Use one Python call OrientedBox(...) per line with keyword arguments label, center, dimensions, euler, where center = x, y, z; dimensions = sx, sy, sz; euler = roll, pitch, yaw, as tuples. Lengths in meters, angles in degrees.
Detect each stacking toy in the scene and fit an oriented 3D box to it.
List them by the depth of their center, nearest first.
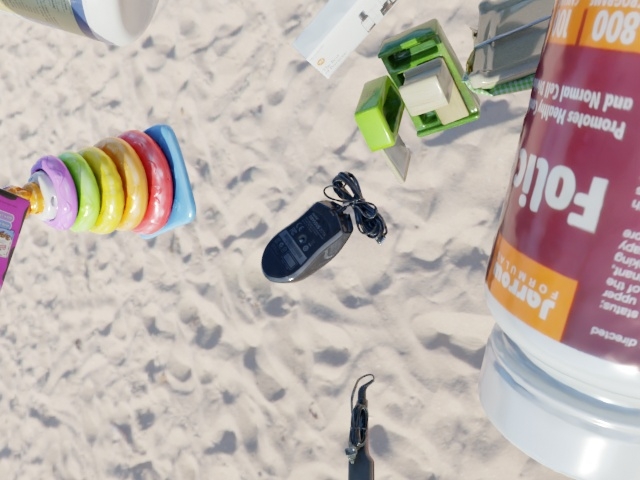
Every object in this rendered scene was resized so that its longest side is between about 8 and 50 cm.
OrientedBox(label="stacking toy", center=(-0.348, -0.068, 0.814), dimensions=(0.175, 0.302, 0.166), euler=(-16, 91, 43))

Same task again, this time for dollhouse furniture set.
OrientedBox(label="dollhouse furniture set", center=(0.220, -0.192, 0.709), dimensions=(0.301, 0.151, 0.197), euler=(-13, 40, 32))

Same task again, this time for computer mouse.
OrientedBox(label="computer mouse", center=(0.000, 0.000, 1.188), dimensions=(0.272, 0.072, 0.188), euler=(-36, 56, 7))

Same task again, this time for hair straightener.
OrientedBox(label="hair straightener", center=(0.068, 0.327, 0.907), dimensions=(0.047, 0.089, 0.230), euler=(2, 70, 13))

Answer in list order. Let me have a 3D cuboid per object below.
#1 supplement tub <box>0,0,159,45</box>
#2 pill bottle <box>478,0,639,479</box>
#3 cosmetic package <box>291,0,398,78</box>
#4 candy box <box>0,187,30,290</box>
OrientedBox(label="supplement tub", center=(-0.377, -0.400, 0.726), dimensions=(0.316, 0.228, 0.228), euler=(15, 98, -3))
OrientedBox(label="pill bottle", center=(0.262, -0.016, 0.461), dimensions=(0.224, 0.224, 0.392), euler=(26, 118, 39))
OrientedBox(label="cosmetic package", center=(0.060, -0.441, 1.125), dimensions=(0.239, 0.099, 0.060), euler=(-46, 62, 14))
OrientedBox(label="candy box", center=(-0.395, 0.043, 0.539), dimensions=(0.071, 0.159, 0.233), euler=(7, 77, 23))
